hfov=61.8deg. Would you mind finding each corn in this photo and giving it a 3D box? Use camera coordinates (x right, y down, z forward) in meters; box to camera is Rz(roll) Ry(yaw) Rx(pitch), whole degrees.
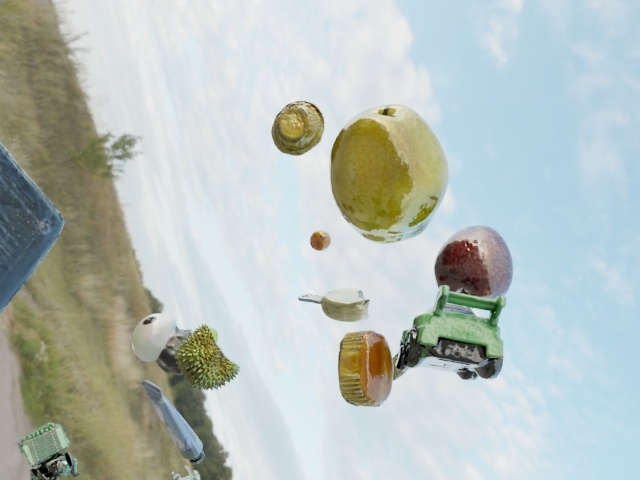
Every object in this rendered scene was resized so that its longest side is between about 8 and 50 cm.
[{"bbox_3d":[0.351,0.437,2.096,0.288,0.086,0.086,-55,-135,23],"label":"corn"}]

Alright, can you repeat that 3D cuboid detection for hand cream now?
[{"bbox_3d":[-0.354,0.443,1.303,0.088,0.055,0.256,8,-53,47],"label":"hand cream"}]

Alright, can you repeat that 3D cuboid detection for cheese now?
[{"bbox_3d":[0.038,0.203,1.702,0.163,0.249,0.070,-55,143,-70],"label":"cheese"}]

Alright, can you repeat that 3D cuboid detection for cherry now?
[{"bbox_3d":[0.468,0.073,1.634,0.230,0.300,0.203,-3,-38,44],"label":"cherry"}]

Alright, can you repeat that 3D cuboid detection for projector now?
[{"bbox_3d":[-0.811,-0.031,1.126,0.395,0.242,0.405,68,32,-43],"label":"projector"}]

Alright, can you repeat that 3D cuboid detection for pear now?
[{"bbox_3d":[0.194,-0.186,1.564,0.362,0.362,0.418,49,-24,50],"label":"pear"}]

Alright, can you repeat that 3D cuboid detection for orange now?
[{"bbox_3d":[-0.001,0.000,2.034,0.083,0.084,0.083,163,-90,-70],"label":"orange"}]

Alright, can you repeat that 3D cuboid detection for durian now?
[{"bbox_3d":[-0.390,0.408,1.809,0.200,0.176,0.237,49,-14,43],"label":"durian"}]

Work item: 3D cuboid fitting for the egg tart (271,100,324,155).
[{"bbox_3d":[-0.079,-0.373,1.748,0.191,0.191,0.074,69,12,12],"label":"egg tart"}]

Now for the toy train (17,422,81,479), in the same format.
[{"bbox_3d":[-0.722,0.571,1.409,0.269,0.115,0.154,-30,-91,56],"label":"toy train"}]

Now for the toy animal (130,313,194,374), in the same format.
[{"bbox_3d":[-0.635,0.419,2.186,0.267,0.212,0.212,35,-18,-9],"label":"toy animal"}]

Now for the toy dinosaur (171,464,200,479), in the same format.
[{"bbox_3d":[-0.377,0.778,1.612,0.167,0.053,0.242,-143,-150,-72],"label":"toy dinosaur"}]

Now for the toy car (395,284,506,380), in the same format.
[{"bbox_3d":[0.305,0.233,1.274,0.358,0.213,0.176,92,7,-74],"label":"toy car"}]

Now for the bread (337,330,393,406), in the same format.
[{"bbox_3d":[0.120,0.324,1.361,0.114,0.132,0.190,-17,-121,43],"label":"bread"}]
